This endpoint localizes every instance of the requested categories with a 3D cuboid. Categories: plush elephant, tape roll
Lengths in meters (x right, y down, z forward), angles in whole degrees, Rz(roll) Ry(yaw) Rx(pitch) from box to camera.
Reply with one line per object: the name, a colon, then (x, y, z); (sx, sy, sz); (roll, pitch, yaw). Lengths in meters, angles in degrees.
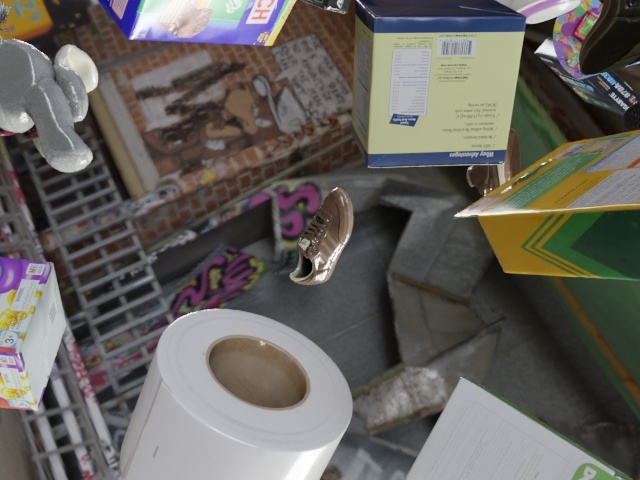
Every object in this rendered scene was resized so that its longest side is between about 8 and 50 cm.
plush elephant: (-0.547, -0.258, 1.321); (0.255, 0.271, 0.330); (72, 9, -86)
tape roll: (-0.102, 0.221, 0.864); (0.246, 0.246, 0.169); (53, -54, 46)

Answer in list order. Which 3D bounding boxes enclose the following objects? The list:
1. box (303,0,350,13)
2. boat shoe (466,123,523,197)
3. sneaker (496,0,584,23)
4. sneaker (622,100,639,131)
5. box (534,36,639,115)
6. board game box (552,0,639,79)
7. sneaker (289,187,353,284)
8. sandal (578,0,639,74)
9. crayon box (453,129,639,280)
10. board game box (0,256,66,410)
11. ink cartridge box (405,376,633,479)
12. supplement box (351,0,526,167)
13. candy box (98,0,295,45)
box: (-0.013, -0.405, 0.908); (0.190, 0.045, 0.184); (36, -61, 39)
boat shoe: (0.309, -0.114, 1.282); (0.095, 0.095, 0.257); (6, -32, 25)
sneaker: (0.221, -0.358, 0.989); (0.305, 0.114, 0.152); (-8, -87, 39)
sneaker: (0.527, -0.188, 1.004); (0.170, 0.089, 0.051); (-19, -105, 55)
box: (0.577, -0.357, 1.542); (0.175, 0.051, 0.220); (37, 14, -17)
board game box: (0.486, -0.356, 1.212); (0.033, 0.168, 0.133); (-39, 114, -74)
sneaker: (0.000, 0.000, 1.206); (0.066, 0.071, 0.188); (41, -52, 39)
sandal: (0.264, -0.214, 0.595); (0.219, 0.090, 0.060); (52, 30, -64)
crayon box: (0.316, -0.045, 0.755); (0.083, 0.203, 0.323); (61, -18, -11)
board game box: (-0.484, 0.107, 0.888); (0.144, 0.275, 0.142); (101, -7, -48)
ink cartridge box: (0.184, 0.215, 0.593); (0.209, 0.109, 0.062); (29, -1, 43)
supplement box: (0.063, -0.091, 0.406); (0.056, 0.083, 0.083); (-104, -166, -61)
candy box: (-0.165, -0.461, 1.163); (0.122, 0.317, 0.268); (52, -50, 21)
